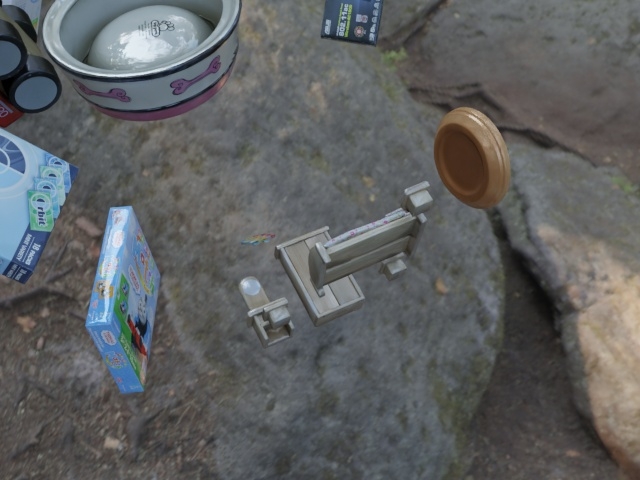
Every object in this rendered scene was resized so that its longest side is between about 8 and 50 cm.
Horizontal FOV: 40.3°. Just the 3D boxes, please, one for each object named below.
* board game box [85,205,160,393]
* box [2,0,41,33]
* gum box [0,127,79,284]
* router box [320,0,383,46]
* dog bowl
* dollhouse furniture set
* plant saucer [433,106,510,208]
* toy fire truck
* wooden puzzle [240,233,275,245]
[{"bbox_3d":[-0.273,0.082,1.231,0.039,0.160,0.212,-6,48,4],"label":"board game box"},{"bbox_3d":[-0.528,-0.404,1.434,0.103,0.203,0.114,20,30,1],"label":"box"},{"bbox_3d":[-0.388,-0.058,0.987,0.184,0.041,0.157,27,50,-20],"label":"gum box"},{"bbox_3d":[0.054,-0.378,1.395,0.092,0.123,0.038,9,8,4],"label":"router box"},{"bbox_3d":[-0.355,-0.414,1.811,0.407,0.150,0.408,-3,50,4],"label":"dog bowl"},{"bbox_3d":[0.000,0.000,1.542,0.303,0.355,0.174,-22,66,-17],"label":"dollhouse furniture set"},{"bbox_3d":[0.278,-0.152,1.658,0.037,0.200,0.200,-21,72,-28],"label":"plant saucer"},{"bbox_3d":[-0.425,-0.181,0.870,0.246,0.217,0.158,-34,60,2],"label":"toy fire truck"},{"bbox_3d":[-0.119,-0.002,1.649,0.049,0.083,0.006,-24,105,-35],"label":"wooden puzzle"}]
